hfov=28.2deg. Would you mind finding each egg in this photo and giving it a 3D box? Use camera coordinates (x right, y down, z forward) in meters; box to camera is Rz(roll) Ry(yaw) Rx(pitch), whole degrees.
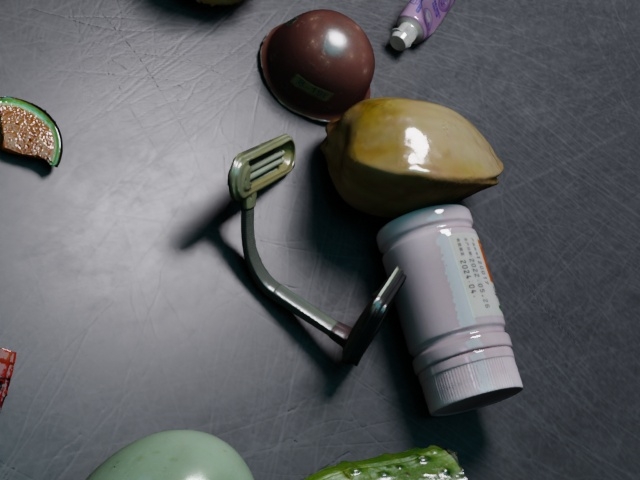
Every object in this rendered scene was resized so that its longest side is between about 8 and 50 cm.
[{"bbox_3d":[-0.170,0.319,1.295,0.203,0.203,0.283,41,55,-7],"label":"egg"}]

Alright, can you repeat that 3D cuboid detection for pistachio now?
[{"bbox_3d":[0.135,-0.105,1.676,0.260,0.163,0.213,0,25,-29],"label":"pistachio"}]

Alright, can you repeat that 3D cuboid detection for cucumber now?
[{"bbox_3d":[0.049,0.314,1.477,0.244,0.134,0.134,-3,69,-25],"label":"cucumber"}]

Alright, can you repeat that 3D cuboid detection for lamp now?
[{"bbox_3d":[-0.006,0.003,1.610,0.283,0.124,0.203,44,34,-1],"label":"lamp"}]

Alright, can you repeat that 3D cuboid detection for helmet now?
[{"bbox_3d":[0.017,-0.245,1.723,0.175,0.106,0.155,39,55,-13],"label":"helmet"}]

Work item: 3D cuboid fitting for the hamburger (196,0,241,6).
[{"bbox_3d":[-0.133,-0.402,1.702,0.191,0.118,0.182,12,66,-20],"label":"hamburger"}]

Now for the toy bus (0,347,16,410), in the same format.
[{"bbox_3d":[-0.422,0.129,1.322,0.195,0.081,0.089,17,70,-23],"label":"toy bus"}]

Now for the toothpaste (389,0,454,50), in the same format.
[{"bbox_3d":[0.190,-0.382,1.904,0.048,0.075,0.301,30,56,14],"label":"toothpaste"}]

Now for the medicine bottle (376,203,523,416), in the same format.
[{"bbox_3d":[0.164,0.089,1.631,0.133,0.133,0.250,-4,69,-30],"label":"medicine bottle"}]

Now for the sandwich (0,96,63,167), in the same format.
[{"bbox_3d":[-0.352,-0.130,1.513,0.101,0.026,0.069,20,64,-17],"label":"sandwich"}]
